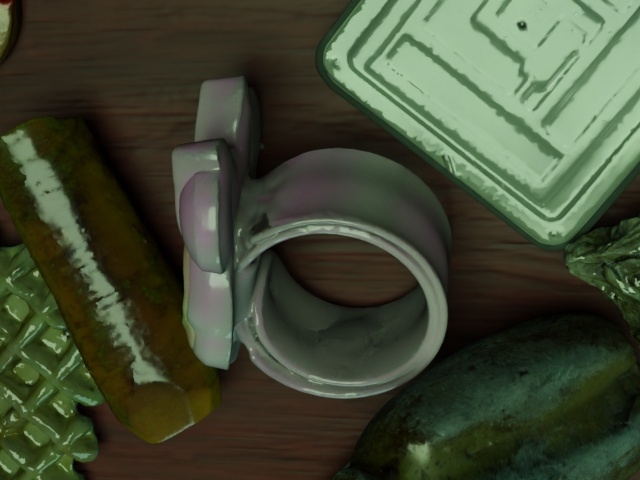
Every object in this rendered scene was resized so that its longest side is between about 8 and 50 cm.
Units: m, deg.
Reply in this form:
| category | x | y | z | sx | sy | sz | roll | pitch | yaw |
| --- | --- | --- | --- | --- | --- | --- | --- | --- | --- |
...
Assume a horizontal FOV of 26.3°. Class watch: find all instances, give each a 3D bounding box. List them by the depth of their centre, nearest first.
| category | x | y | z | sx | sy | sz | roll | pitch | yaw |
| --- | --- | --- | --- | --- | --- | --- | --- | --- | --- |
| watch | 0.000 | 0.000 | 1.121 | 0.217 | 0.211 | 0.248 | 5 | 126 | 4 |

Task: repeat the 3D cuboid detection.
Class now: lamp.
| category | x | y | z | sx | sy | sz | roll | pitch | yaw |
| --- | --- | --- | --- | --- | --- | --- | --- | --- | --- |
| lamp | 0.170 | -0.162 | 1.091 | 0.269 | 0.047 | 0.266 | 37 | 111 | -2 |

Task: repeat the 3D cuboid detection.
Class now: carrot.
| category | x | y | z | sx | sy | sz | roll | pitch | yaw |
| --- | --- | --- | --- | --- | --- | --- | --- | --- | --- |
| carrot | -0.188 | 0.033 | 1.205 | 0.114 | 0.114 | 0.302 | -25 | 97 | 19 |

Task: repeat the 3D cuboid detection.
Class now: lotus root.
| category | x | y | z | sx | sy | sz | roll | pitch | yaw |
| --- | --- | --- | --- | --- | --- | --- | --- | --- | --- |
| lotus root | 0.127 | 0.166 | 1.102 | 0.322 | 0.140 | 0.158 | -21 | 90 | -20 |

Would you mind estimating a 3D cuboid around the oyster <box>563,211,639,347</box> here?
| category | x | y | z | sx | sy | sz | roll | pitch | yaw |
| --- | --- | --- | --- | --- | --- | --- | --- | --- | --- |
| oyster | 0.346 | 0.043 | 1.088 | 0.268 | 0.112 | 0.198 | 38 | 120 | -13 |

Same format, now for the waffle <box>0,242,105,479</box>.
| category | x | y | z | sx | sy | sz | roll | pitch | yaw |
| --- | --- | --- | --- | --- | --- | --- | --- | --- | --- |
| waffle | -0.354 | 0.124 | 1.298 | 0.309 | 0.056 | 0.292 | 4 | 109 | 12 |

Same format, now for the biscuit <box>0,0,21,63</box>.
| category | x | y | z | sx | sy | sz | roll | pitch | yaw |
| --- | --- | --- | --- | --- | --- | --- | --- | --- | --- |
| biscuit | -0.362 | -0.197 | 1.205 | 0.225 | 0.036 | 0.166 | -4 | 106 | 13 |

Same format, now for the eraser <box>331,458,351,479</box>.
| category | x | y | z | sx | sy | sz | roll | pitch | yaw |
| --- | --- | --- | --- | --- | --- | --- | --- | --- | --- |
| eraser | 0.075 | 0.271 | 1.238 | 0.174 | 0.081 | 0.227 | 39 | 112 | -1 |
